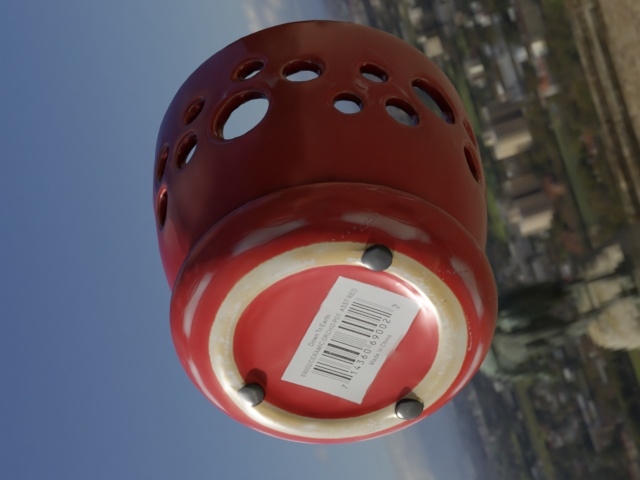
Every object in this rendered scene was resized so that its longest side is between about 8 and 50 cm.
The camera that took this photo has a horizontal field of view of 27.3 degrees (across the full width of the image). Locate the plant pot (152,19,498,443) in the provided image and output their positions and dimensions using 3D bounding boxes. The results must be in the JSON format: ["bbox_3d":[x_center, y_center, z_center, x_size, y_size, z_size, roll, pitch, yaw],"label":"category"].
[{"bbox_3d":[0.000,0.000,0.723,0.174,0.191,0.191,-93,-13,-53],"label":"plant pot"}]
